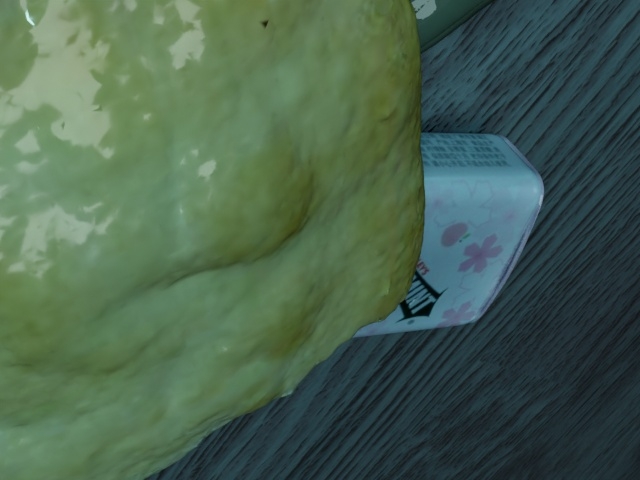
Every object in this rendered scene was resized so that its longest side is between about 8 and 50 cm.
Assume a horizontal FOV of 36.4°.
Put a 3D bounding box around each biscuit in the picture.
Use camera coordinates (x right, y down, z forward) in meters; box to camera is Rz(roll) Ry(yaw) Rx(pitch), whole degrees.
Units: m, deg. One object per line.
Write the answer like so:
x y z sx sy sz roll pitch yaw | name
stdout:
-0.102 0.004 0.585 0.429 0.104 0.446 -22 141 -22 | biscuit

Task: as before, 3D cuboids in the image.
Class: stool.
0.073 -0.190 0.713 0.110 0.096 0.096 -39 140 15 | stool

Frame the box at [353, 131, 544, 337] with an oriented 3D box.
0.000 0.000 0.837 0.369 0.112 0.190 -5 131 -31 | box
